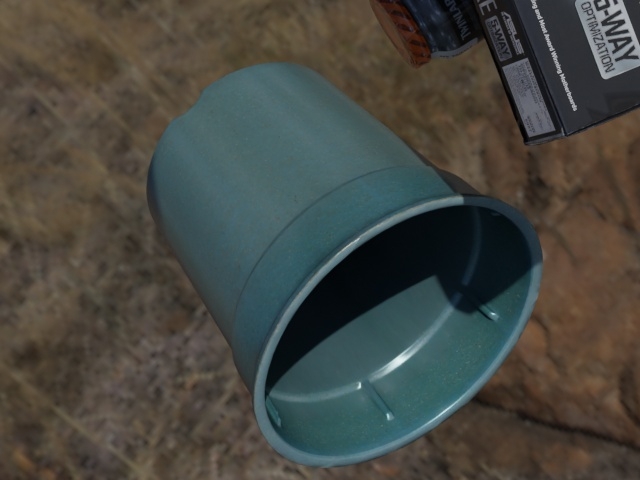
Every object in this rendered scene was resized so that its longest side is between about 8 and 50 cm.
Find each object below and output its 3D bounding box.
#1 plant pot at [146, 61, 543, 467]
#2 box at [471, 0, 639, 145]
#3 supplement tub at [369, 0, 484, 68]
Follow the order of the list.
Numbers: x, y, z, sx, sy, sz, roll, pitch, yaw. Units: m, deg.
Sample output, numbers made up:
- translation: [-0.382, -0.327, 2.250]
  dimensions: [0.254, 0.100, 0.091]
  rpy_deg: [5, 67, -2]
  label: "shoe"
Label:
- translation: [0.000, 0.000, 1.751]
  dimensions: [0.341, 0.341, 0.334]
  rpy_deg: [-43, 51, 3]
  label: "plant pot"
- translation: [0.221, -0.258, 1.310]
  dimensions: [0.242, 0.307, 0.076]
  rpy_deg: [-22, 3, -20]
  label: "box"
- translation: [0.152, -0.264, 1.699]
  dimensions: [0.190, 0.117, 0.117]
  rpy_deg: [-34, 33, -3]
  label: "supplement tub"
